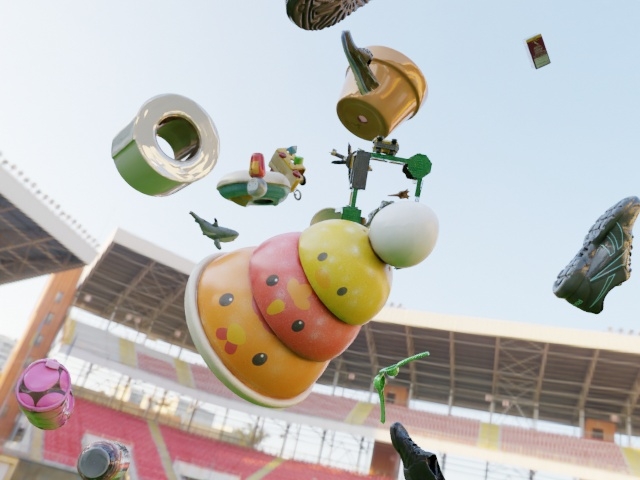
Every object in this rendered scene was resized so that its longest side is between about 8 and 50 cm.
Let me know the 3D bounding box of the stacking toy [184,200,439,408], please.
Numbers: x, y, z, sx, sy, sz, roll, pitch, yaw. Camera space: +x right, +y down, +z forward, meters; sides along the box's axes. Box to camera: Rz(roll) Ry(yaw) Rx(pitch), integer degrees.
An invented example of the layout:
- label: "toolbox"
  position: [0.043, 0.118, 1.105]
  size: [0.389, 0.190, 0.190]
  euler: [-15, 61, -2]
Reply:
- label: "stacking toy"
  position: [0.011, 0.069, 1.086]
  size: [0.480, 0.350, 0.351]
  euler: [-37, -52, 26]

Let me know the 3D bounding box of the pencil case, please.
- label: "pencil case"
  position: [-0.479, 0.269, 1.008]
  size: [0.095, 0.098, 0.209]
  euler: [29, -32, -9]

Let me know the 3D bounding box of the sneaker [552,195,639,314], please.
- label: "sneaker"
  position: [0.591, 0.030, 1.184]
  size: [0.106, 0.267, 0.101]
  euler: [36, -3, 9]

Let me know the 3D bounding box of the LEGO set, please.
- label: "LEGO set"
  position: [0.146, -0.092, 1.487]
  size: [0.255, 0.331, 0.192]
  euler: [2, 1, -5]

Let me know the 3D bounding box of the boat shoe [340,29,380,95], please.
- label: "boat shoe"
  position: [0.112, -0.495, 1.573]
  size: [0.066, 0.066, 0.183]
  euler: [-20, -78, 17]

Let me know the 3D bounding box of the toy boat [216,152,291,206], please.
- label: "toy boat"
  position: [-0.230, -0.185, 2.005]
  size: [0.268, 0.148, 0.318]
  euler: [1, -13, -9]

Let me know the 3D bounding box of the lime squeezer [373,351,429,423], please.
- label: "lime squeezer"
  position: [0.247, 0.477, 1.965]
  size: [0.110, 0.310, 0.059]
  euler: [40, 19, 35]

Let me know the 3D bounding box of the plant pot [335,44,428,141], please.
- label: "plant pot"
  position: [0.186, -0.469, 1.916]
  size: [0.291, 0.203, 0.291]
  euler: [27, -24, 13]

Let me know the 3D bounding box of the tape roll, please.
- label: "tape roll"
  position: [-0.418, -0.254, 1.553]
  size: [0.246, 0.246, 0.169]
  euler: [31, -28, -29]

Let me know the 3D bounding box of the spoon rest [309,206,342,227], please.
- label: "spoon rest"
  position: [0.000, 0.000, 2.081]
  size: [0.137, 0.084, 0.276]
  euler: [13, -61, -25]

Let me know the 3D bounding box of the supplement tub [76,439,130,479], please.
- label: "supplement tub"
  position: [-0.547, 0.557, 1.442]
  size: [0.106, 0.106, 0.198]
  euler: [15, -22, -2]

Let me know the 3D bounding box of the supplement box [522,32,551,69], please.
- label: "supplement box"
  position: [0.575, -0.504, 1.528]
  size: [0.043, 0.055, 0.083]
  euler: [-22, -74, 14]

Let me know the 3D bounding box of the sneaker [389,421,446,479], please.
- label: "sneaker"
  position: [0.210, 0.457, 1.211]
  size: [0.051, 0.170, 0.089]
  euler: [11, -39, -42]

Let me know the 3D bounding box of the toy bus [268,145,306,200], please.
- label: "toy bus"
  position: [-0.107, -0.262, 2.187]
  size: [0.104, 0.202, 0.191]
  euler: [-14, 16, -43]

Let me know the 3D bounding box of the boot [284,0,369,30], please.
- label: "boot"
  position: [-0.020, -0.633, 1.349]
  size: [0.260, 0.348, 0.131]
  euler: [39, -36, 20]

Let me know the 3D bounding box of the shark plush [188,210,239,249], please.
- label: "shark plush"
  position: [-0.332, -0.046, 1.773]
  size: [0.161, 0.073, 0.067]
  euler: [41, -61, -6]
